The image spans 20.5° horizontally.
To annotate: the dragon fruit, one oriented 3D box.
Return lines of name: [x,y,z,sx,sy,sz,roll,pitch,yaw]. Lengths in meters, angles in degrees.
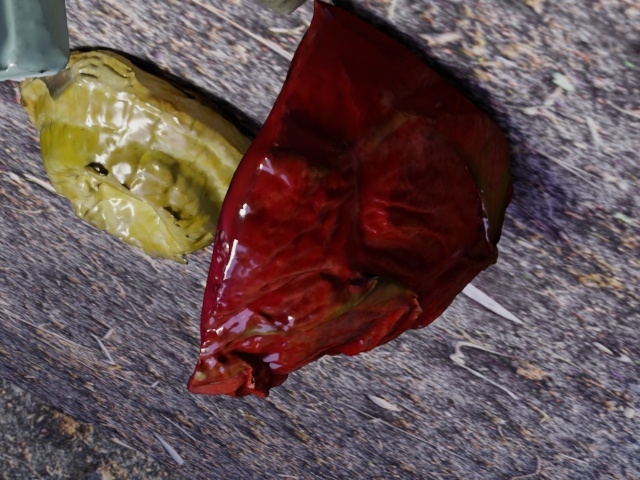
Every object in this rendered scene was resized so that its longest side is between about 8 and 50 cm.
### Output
dragon fruit: [0.000,0.000,1.490,0.302,0.330,0.240,33,-178,-25]

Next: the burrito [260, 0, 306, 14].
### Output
burrito: [-0.036,-0.222,1.268,0.058,0.063,0.229,-15,167,-3]

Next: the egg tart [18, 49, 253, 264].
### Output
egg tart: [-0.181,-0.073,1.747,0.290,0.115,0.290,23,159,9]

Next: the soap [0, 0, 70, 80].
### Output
soap: [-0.279,-0.266,1.098,0.208,0.347,0.115,-7,-174,-11]
